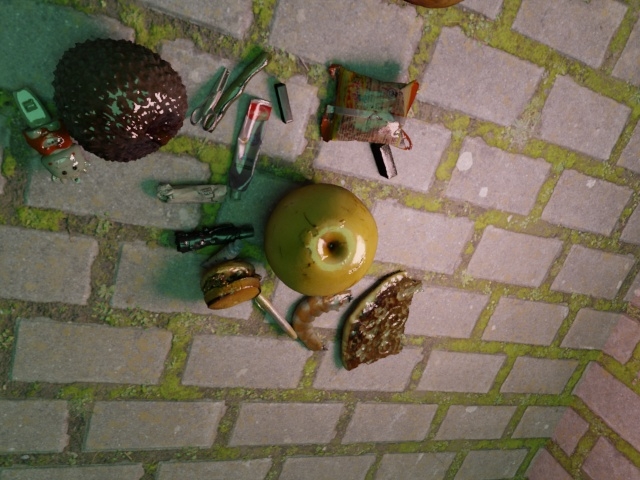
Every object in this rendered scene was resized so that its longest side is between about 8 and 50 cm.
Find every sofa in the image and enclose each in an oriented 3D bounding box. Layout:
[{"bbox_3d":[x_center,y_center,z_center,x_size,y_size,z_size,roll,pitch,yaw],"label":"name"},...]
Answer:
[{"bbox_3d":[0.202,-0.257,1.553,0.039,0.060,0.117,-31,121,-15],"label":"sofa"}]

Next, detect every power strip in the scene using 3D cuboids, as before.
[{"bbox_3d":[-0.103,-0.388,1.382,0.030,0.038,0.111,-20,121,-13],"label":"power strip"}]

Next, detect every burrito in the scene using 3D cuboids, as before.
[{"bbox_3d":[-0.360,-0.133,1.391,0.203,0.064,0.064,0,114,-22],"label":"burrito"}]

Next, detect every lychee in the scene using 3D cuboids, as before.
[{"bbox_3d":[-0.463,-0.323,1.142,0.300,0.300,0.299,-9,117,-18],"label":"lychee"}]

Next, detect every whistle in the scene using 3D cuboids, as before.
[{"bbox_3d":[-0.657,-0.249,1.196,0.101,0.106,0.253,-51,133,-43],"label":"whistle"}]

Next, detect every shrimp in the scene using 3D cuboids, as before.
[{"bbox_3d":[-0.011,0.282,1.725,0.186,0.068,0.286,9,112,-21],"label":"shrimp"}]

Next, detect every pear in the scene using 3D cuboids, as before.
[{"bbox_3d":[0.000,0.000,1.452,0.349,0.348,0.347,-9,117,-18],"label":"pear"}]

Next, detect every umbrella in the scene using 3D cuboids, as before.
[{"bbox_3d":[-0.315,-0.009,1.472,0.236,0.059,0.066,-9,138,-20],"label":"umbrella"}]

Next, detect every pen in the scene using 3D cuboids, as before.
[{"bbox_3d":[-0.154,0.259,1.665,0.040,0.032,0.233,-27,115,19],"label":"pen"}]

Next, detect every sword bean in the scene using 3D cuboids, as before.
[{"bbox_3d":[-0.226,-0.405,1.325,0.269,0.038,0.043,-48,128,5],"label":"sword bean"}]

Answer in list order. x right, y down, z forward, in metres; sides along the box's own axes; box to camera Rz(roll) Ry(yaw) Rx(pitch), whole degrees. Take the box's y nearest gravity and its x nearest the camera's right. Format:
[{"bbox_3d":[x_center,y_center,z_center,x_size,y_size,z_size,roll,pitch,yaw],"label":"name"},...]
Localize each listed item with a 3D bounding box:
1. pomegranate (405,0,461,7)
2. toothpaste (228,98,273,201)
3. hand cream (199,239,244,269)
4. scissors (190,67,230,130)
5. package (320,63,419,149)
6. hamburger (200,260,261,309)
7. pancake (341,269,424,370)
[{"bbox_3d":[0.293,-0.738,1.238,0.282,0.281,0.280,-9,117,-18],"label":"pomegranate"},{"bbox_3d":[-0.208,-0.255,1.402,0.075,0.048,0.300,12,107,-22],"label":"toothpaste"},{"bbox_3d":[-0.296,0.050,1.489,0.065,0.043,0.171,33,130,-30],"label":"hand cream"},{"bbox_3d":[-0.286,-0.379,1.308,0.176,0.086,0.022,-63,155,0],"label":"scissors"},{"bbox_3d":[0.153,-0.386,1.435,0.289,0.108,0.223,3,108,-12],"label":"package"},{"bbox_3d":[-0.268,0.133,1.494,0.191,0.117,0.182,-10,162,-24],"label":"hamburger"},{"bbox_3d":[0.226,0.297,1.843,0.305,0.067,0.426,3,112,-31],"label":"pancake"}]
